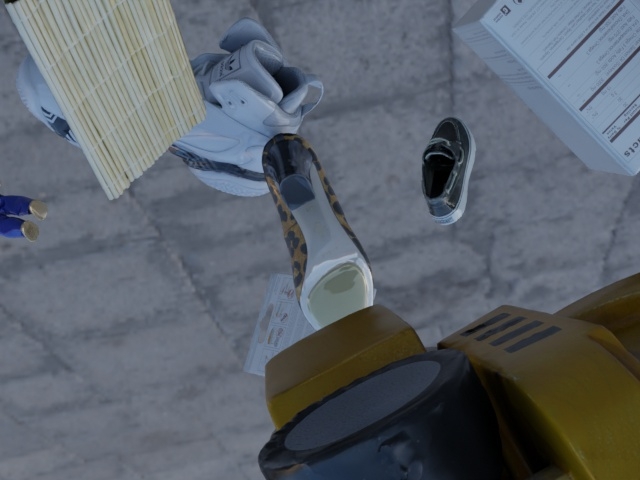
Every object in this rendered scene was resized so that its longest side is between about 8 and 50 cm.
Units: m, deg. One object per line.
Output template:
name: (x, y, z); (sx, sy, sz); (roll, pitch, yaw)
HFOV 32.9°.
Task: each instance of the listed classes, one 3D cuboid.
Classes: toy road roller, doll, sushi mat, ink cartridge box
toy road roller: (0.116, 0.116, 0.530); (0.240, 0.203, 0.329); (-28, -176, -5)
doll: (-0.532, -0.038, 1.746); (0.189, 0.129, 0.046); (8, 161, 30)
sushi mat: (-0.187, -0.167, 1.014); (0.151, 0.019, 0.316); (-46, 156, -17)
ink cartridge box: (-0.021, 0.154, 1.826); (0.066, 0.189, 0.232); (23, 168, -33)

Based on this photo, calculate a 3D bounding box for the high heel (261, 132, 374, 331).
high heel: (0.000, 0.000, 1.301); (0.093, 0.186, 0.261); (-19, 114, 1)

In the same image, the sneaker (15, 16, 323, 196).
sneaker: (-0.179, -0.194, 1.343); (0.365, 0.137, 0.210); (20, 140, -19)

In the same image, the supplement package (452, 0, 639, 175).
supplement package: (0.215, -0.152, 0.891); (0.105, 0.179, 0.105); (-46, -171, 1)

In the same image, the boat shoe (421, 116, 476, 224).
boat shoe: (0.202, -0.129, 1.740); (0.077, 0.219, 0.070); (-14, 136, 23)
